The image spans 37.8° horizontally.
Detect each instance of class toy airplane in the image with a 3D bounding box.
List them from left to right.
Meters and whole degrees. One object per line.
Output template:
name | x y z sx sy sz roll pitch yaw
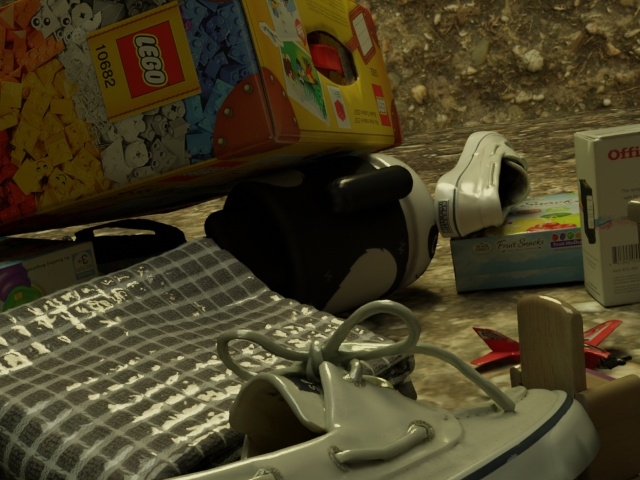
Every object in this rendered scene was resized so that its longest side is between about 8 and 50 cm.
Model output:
toy airplane | 0.192 0.097 0.806 0.151 0.028 0.151 -7 11 1

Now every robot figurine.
robot figurine | 0.002 0.001 1.038 0.278 0.173 0.209 -16 18 -32

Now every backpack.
backpack | -0.238 0.044 1.114 0.182 0.115 0.152 -7 18 6

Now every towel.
towel | -0.096 0.106 0.633 0.235 0.121 0.283 18 26 36

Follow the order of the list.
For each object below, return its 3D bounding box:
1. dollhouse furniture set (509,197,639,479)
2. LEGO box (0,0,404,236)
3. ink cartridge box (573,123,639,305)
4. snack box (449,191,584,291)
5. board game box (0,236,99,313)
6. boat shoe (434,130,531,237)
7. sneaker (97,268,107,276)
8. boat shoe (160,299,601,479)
dollhouse furniture set | 0.320 0.046 0.566 0.303 0.198 0.286 -13 14 -24
LEGO box | -0.152 -0.149 1.045 0.372 0.193 0.500 -15 1 18
ink cartridge box | 0.337 -0.032 0.958 0.127 0.175 0.072 -7 12 0
snack box | 0.252 -0.003 1.129 0.174 0.070 0.207 -6 11 13
board game box | -0.359 0.079 0.962 0.275 0.142 0.144 3 16 41
boat shoe | 0.207 -0.066 1.105 0.084 0.095 0.258 -3 24 24
sneaker | -0.222 0.079 1.017 0.158 0.065 0.061 30 -7 -4
boat shoe | 0.002 0.106 0.477 0.367 0.156 0.136 -15 -20 -43
